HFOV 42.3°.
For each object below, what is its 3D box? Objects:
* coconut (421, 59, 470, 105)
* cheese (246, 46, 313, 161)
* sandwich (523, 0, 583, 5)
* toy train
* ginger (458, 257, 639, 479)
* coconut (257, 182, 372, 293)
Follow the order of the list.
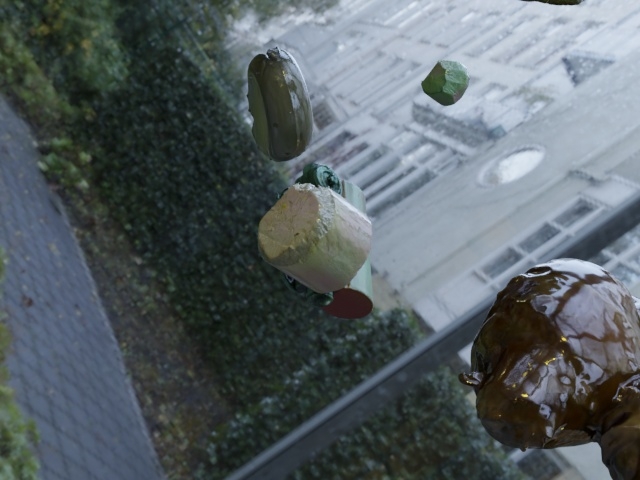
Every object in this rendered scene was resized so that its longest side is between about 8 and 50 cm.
[{"bbox_3d":[0.234,-0.291,1.524,0.081,0.082,0.083,22,30,-33],"label":"coconut"},{"bbox_3d":[-0.076,-0.252,1.531,0.175,0.091,0.203,-131,-149,-51],"label":"cheese"},{"bbox_3d":[0.267,-0.326,0.900,0.096,0.258,0.094,28,-41,25],"label":"sandwich"},{"bbox_3d":[0.022,0.000,1.398,0.177,0.116,0.285,32,39,-35],"label":"toy train"},{"bbox_3d":[0.272,0.144,0.767,0.357,0.152,0.274,20,35,-31],"label":"ginger"},{"bbox_3d":[0.000,0.000,0.952,0.122,0.116,0.116,34,13,-45],"label":"coconut"}]
